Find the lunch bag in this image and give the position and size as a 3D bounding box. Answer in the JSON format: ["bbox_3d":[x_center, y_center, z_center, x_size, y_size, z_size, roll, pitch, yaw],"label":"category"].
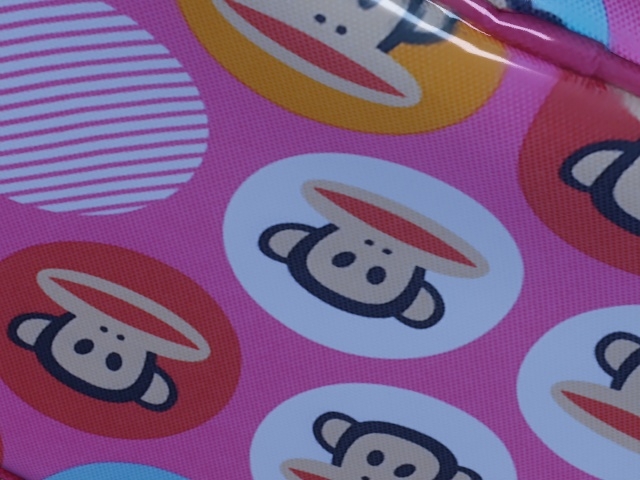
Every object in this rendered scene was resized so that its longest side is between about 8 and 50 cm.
[{"bbox_3d":[0.000,0.000,0.438,0.293,0.258,0.120,28,44,-12],"label":"lunch bag"}]
